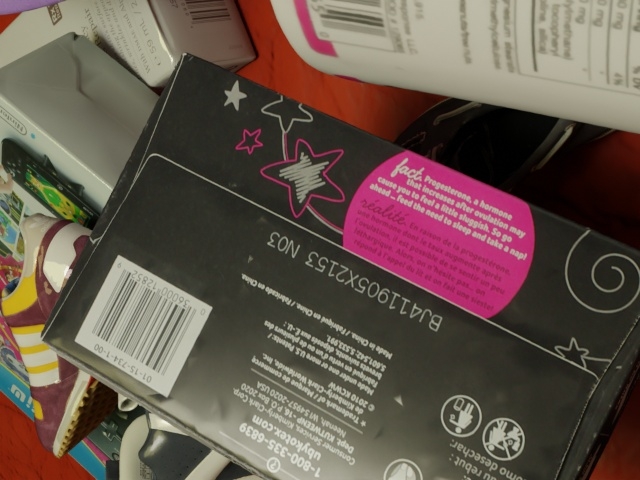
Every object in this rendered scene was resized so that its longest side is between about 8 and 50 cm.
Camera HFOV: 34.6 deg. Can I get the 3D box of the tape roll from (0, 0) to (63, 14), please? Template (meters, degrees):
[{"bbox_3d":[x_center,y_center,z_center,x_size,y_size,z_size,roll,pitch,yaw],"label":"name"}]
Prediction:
[{"bbox_3d":[-0.194,-0.275,0.645,0.275,0.275,0.090,42,166,27],"label":"tape roll"}]

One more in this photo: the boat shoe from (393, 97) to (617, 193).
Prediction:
[{"bbox_3d":[0.083,-0.052,0.587,0.206,0.065,0.075,-30,81,45],"label":"boat shoe"}]

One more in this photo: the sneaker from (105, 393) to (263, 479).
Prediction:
[{"bbox_3d":[-0.057,0.150,0.682,0.235,0.153,0.094,71,-177,-46],"label":"sneaker"}]

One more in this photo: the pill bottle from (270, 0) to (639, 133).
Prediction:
[{"bbox_3d":[0.133,-0.125,0.425,0.283,0.160,0.160,16,114,26],"label":"pill bottle"}]

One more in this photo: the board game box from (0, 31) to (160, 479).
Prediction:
[{"bbox_3d":[-0.161,0.034,0.769,0.224,0.097,0.303,39,137,9],"label":"board game box"}]

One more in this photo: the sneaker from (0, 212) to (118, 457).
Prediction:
[{"bbox_3d":[-0.172,0.063,0.683,0.084,0.069,0.185,31,125,13],"label":"sneaker"}]

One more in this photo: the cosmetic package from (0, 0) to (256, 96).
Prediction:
[{"bbox_3d":[-0.163,-0.141,0.787,0.231,0.085,0.117,-25,85,44],"label":"cosmetic package"}]

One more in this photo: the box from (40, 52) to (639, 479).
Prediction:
[{"bbox_3d":[0.023,0.042,0.503,0.247,0.142,0.163,26,89,22],"label":"box"}]
